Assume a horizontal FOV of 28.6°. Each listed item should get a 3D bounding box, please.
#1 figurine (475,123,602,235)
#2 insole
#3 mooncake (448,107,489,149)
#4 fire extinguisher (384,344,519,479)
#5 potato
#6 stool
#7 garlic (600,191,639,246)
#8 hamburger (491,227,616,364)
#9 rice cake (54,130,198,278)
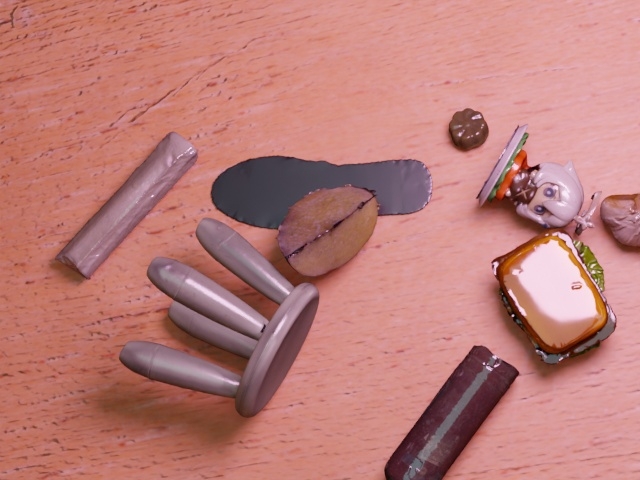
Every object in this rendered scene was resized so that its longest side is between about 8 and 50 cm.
[{"bbox_3d":[0.302,-0.069,1.674,0.153,0.132,0.132,30,84,5],"label":"figurine"},{"bbox_3d":[-0.001,-0.072,1.786,0.322,0.007,0.109,-3,79,11],"label":"insole"},{"bbox_3d":[0.127,-0.277,1.789,0.347,0.057,0.150,39,74,11],"label":"mooncake"},{"bbox_3d":[0.147,0.253,1.631,0.268,0.089,0.072,-52,41,-6],"label":"fire extinguisher"},{"bbox_3d":[0.000,0.000,1.719,0.100,0.089,0.172,21,49,41],"label":"potato"},{"bbox_3d":[-0.127,0.106,1.665,0.198,0.195,0.195,28,120,12],"label":"stool"},{"bbox_3d":[0.422,-0.026,1.651,0.113,0.094,0.074,11,121,7],"label":"garlic"},{"bbox_3d":[0.311,0.074,1.644,0.137,0.087,0.166,-27,75,4],"label":"hamburger"},{"bbox_3d":[-0.278,-0.049,1.815,0.057,0.052,0.256,42,88,20],"label":"rice cake"}]
